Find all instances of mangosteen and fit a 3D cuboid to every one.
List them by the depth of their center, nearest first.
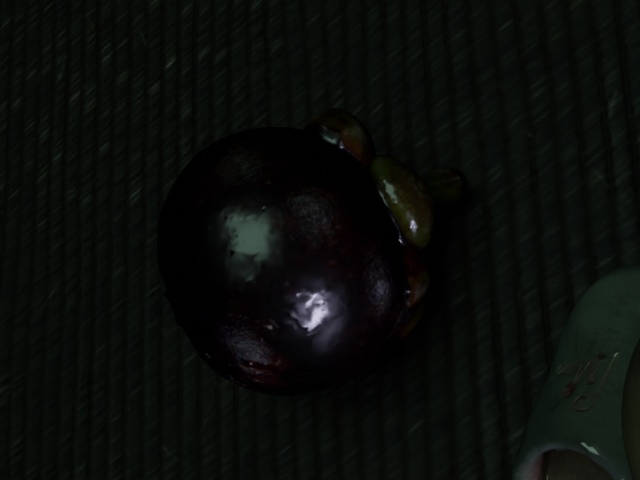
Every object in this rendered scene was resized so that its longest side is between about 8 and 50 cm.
[{"bbox_3d":[0.000,0.000,0.921,0.250,0.211,0.211,-25,59,-10],"label":"mangosteen"}]

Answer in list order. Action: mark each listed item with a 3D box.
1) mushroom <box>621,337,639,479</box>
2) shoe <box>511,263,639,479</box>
[{"bbox_3d":[0.331,0.106,0.660,0.290,0.292,0.292,-33,56,-13],"label":"mushroom"},{"bbox_3d":[0.181,0.131,0.814,0.103,0.100,0.251,12,85,35],"label":"shoe"}]
